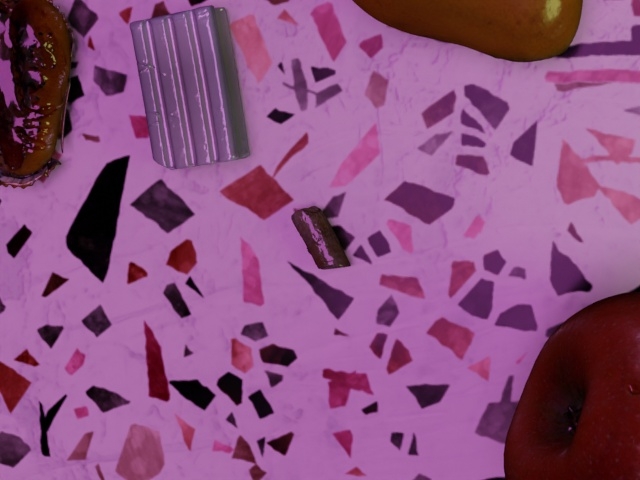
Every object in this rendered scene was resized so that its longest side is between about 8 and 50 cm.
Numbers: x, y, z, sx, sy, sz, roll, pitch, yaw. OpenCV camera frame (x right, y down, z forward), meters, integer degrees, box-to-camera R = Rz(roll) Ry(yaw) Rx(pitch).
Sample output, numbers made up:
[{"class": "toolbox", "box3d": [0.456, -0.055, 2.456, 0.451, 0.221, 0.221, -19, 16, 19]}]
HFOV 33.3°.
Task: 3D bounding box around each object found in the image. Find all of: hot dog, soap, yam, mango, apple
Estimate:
[{"class": "hot dog", "box3d": [-0.421, -0.206, 1.457, 0.162, 0.082, 0.270, 12, 102, 17]}, {"class": "soap", "box3d": [-0.168, -0.195, 1.387, 0.119, 0.066, 0.198, -7, 95, 19]}, {"class": "yam", "box3d": [0.000, 0.000, 1.376, 0.043, 0.043, 0.094, -27, 89, 18]}, {"class": "mango", "box3d": [0.158, -0.324, 1.221, 0.317, 0.173, 0.211, 28, 105, 5]}, {"class": "apple", "box3d": [0.362, 0.229, 1.143, 0.277, 0.348, 0.348, 24, 105, -14]}]
